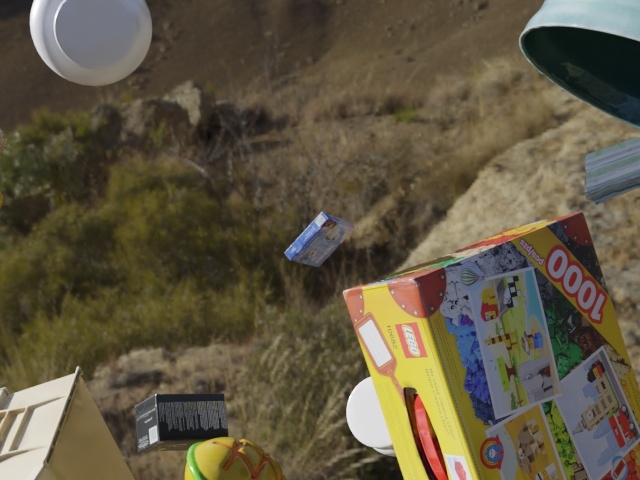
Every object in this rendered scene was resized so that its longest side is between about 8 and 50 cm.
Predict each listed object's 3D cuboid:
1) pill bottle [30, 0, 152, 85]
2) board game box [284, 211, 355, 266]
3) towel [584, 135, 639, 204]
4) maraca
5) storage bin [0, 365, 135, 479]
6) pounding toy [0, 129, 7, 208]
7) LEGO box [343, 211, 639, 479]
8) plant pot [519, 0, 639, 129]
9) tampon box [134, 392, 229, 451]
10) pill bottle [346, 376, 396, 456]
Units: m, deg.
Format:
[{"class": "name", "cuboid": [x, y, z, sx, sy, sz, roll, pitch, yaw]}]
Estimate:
[{"class": "pill bottle", "cuboid": [-0.297, -0.279, 1.132, 0.146, 0.146, 0.264, -15, 19, -13]}, {"class": "board game box", "cuboid": [0.000, 0.000, 1.379, 0.020, 0.090, 0.090, 50, 17, 26]}, {"class": "towel", "cuboid": [0.377, -0.093, 1.068, 0.113, 0.023, 0.152, -19, 16, 23]}, {"class": "maraca", "cuboid": [-0.081, 0.291, 1.017, 0.099, 0.186, 0.127, -46, 35, 11]}, {"class": "storage bin", "cuboid": [-0.329, 0.343, 1.115, 0.123, 0.262, 0.260, -19, 21, 3]}, {"class": "pounding toy", "cuboid": [-0.650, -0.089, 1.650, 0.183, 0.110, 0.236, 4, 70, 48]}, {"class": "LEGO box", "cuboid": [0.302, 0.249, 1.388, 0.373, 0.499, 0.193, -20, 2, -32]}, {"class": "plant pot", "cuboid": [0.360, -0.213, 0.805, 0.293, 0.196, 0.293, 26, 3, -1]}, {"class": "tampon box", "cuboid": [-0.296, 0.389, 1.877, 0.161, 0.101, 0.120, 6, -26, -33]}, {"class": "pill bottle", "cuboid": [0.175, 0.352, 1.753, 0.161, 0.161, 0.283, 5, -12, 29]}]
